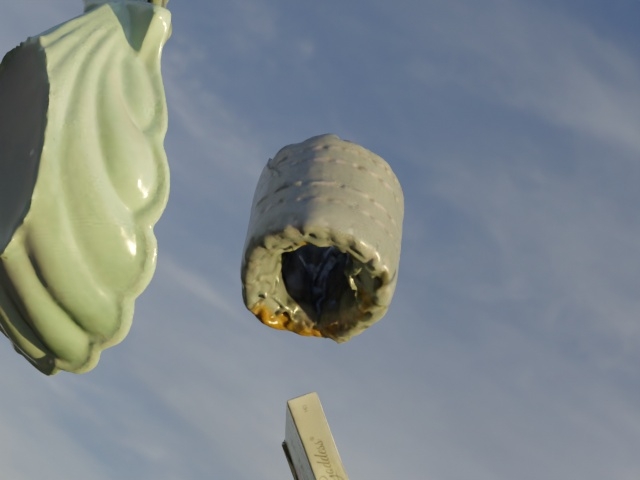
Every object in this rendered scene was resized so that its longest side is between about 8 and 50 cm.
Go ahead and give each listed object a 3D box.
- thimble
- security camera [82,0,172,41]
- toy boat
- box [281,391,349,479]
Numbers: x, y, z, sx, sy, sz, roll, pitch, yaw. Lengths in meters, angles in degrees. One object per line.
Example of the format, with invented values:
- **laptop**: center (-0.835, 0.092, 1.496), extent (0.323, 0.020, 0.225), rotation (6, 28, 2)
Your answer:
- **thimble**: center (0.002, -0.001, 0.984), extent (0.127, 0.117, 0.151), rotation (17, -41, -8)
- **security camera**: center (-0.186, -0.253, 1.235), extent (0.080, 0.301, 0.157), rotation (12, -58, -26)
- **toy boat**: center (-0.197, -0.045, 0.887), extent (0.199, 0.290, 0.100), rotation (15, -1, 44)
- **box**: center (0.000, 0.197, 0.965), extent (0.198, 0.029, 0.109), rotation (96, -26, -69)
